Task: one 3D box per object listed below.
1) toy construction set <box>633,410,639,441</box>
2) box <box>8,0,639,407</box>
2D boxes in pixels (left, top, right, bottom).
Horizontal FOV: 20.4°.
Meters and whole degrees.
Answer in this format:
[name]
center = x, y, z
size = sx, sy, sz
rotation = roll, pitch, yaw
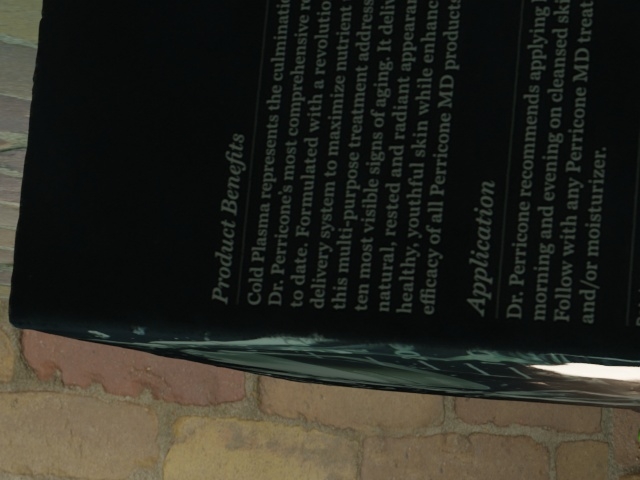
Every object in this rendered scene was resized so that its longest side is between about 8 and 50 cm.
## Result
[toy construction set]
center = 0.569, 0.115, 2.556
size = 0.309, 0.257, 0.237
rotation = -18, 158, -2
[box]
center = 0.118, -0.042, 1.244
size = 0.472, 0.297, 0.480
rotation = 4, 173, 25
